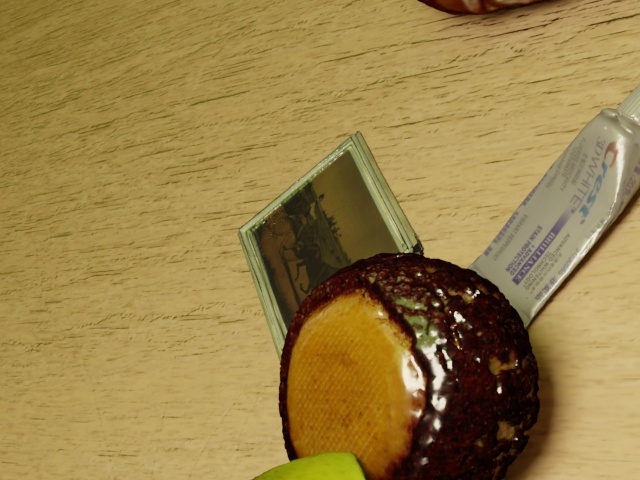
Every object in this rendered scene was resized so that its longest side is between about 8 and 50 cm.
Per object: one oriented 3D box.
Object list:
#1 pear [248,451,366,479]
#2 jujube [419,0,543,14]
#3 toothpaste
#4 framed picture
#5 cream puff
[{"bbox_3d":[-0.047,0.333,1.027,0.288,0.139,0.239,-62,40,38],"label":"pear"},{"bbox_3d":[0.217,-0.389,1.418,0.377,0.276,0.276,-19,43,52],"label":"jujube"},{"bbox_3d":[0.238,-0.042,1.230,0.282,0.068,0.099,-51,7,8],"label":"toothpaste"},{"bbox_3d":[0.000,0.000,1.475,0.197,0.014,0.252,-39,36,12],"label":"framed picture"},{"bbox_3d":[0.077,0.127,1.122,0.239,0.165,0.239,-8,79,50],"label":"cream puff"}]
